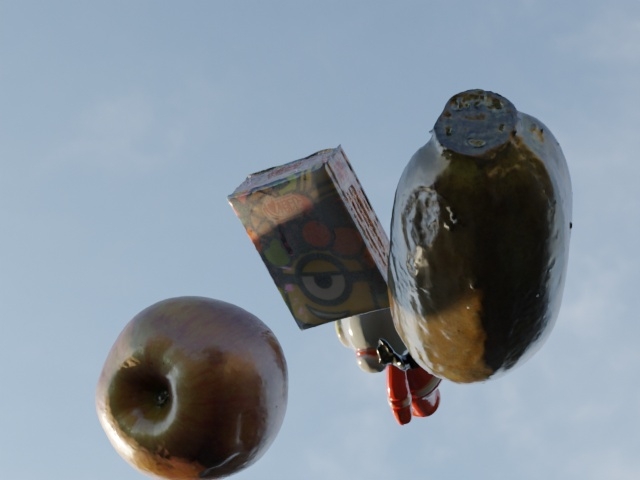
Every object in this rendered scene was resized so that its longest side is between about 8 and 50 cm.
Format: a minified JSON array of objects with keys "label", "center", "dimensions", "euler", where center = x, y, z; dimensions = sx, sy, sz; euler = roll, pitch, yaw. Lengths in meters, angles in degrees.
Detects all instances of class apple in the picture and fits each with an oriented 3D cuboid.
[{"label":"apple","center":[-0.140,0.164,1.502],"dimensions":[0.211,0.211,0.188],"euler":[-36,-16,19]}]

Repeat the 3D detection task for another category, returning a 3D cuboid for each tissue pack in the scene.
[{"label":"tissue pack","center":[0.000,0.000,1.196],"dimensions":[0.109,0.060,0.148],"euler":[-17,-69,29]}]

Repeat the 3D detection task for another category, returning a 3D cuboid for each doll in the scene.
[{"label":"doll","center":[0.091,0.113,1.718],"dimensions":[0.105,0.199,0.336],"euler":[1,-26,22]}]

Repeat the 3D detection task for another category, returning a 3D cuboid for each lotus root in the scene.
[{"label":"lotus root","center":[0.111,0.007,0.935],"dimensions":[0.123,0.124,0.241],"euler":[22,-37,18]}]
